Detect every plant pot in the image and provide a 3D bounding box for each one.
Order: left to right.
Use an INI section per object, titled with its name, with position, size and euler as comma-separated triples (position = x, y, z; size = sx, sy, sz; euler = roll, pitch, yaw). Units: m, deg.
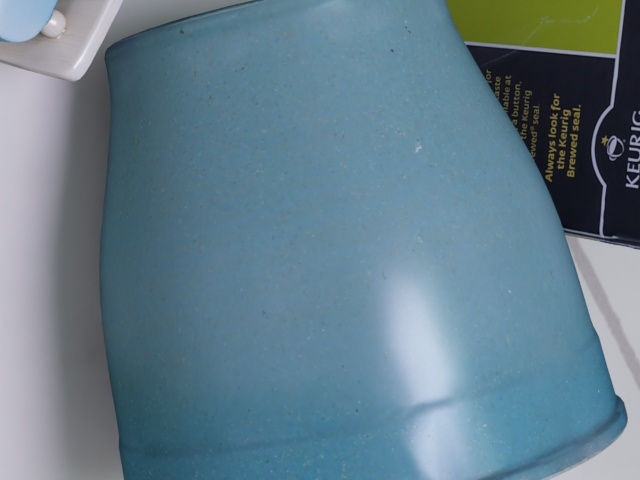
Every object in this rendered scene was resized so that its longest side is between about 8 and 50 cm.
[plant pot]
position = 0.000, 0.000, 0.865
size = 0.271, 0.271, 0.255
euler = -17, 95, -41

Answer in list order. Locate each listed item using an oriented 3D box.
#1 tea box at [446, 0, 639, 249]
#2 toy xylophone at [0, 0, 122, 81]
[tea box]
position = 0.211, -0.167, 0.972
size = 0.220, 0.323, 0.329
euler = -1, 100, -44
[toy xylophone]
position = -0.201, -0.222, 0.727
size = 0.322, 0.081, 0.236
euler = 24, 81, -45
